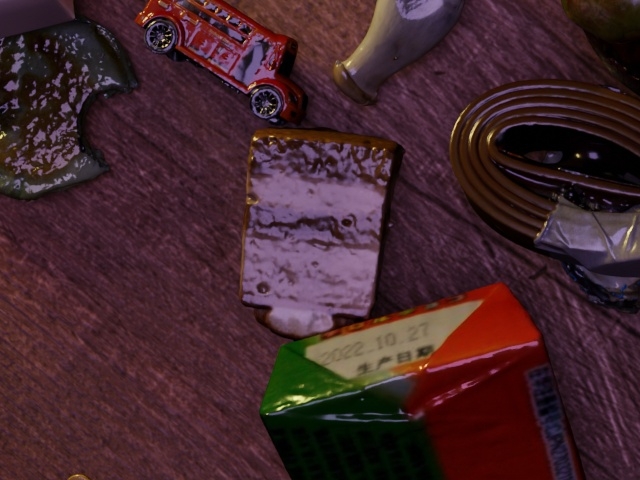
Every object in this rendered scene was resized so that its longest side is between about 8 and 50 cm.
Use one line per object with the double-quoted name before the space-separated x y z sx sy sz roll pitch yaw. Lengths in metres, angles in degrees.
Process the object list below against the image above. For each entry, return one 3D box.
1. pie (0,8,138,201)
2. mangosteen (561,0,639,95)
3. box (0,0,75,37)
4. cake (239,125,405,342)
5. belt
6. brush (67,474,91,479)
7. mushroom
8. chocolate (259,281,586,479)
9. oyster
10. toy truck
"pie" -0.410 -0.200 1.771 0.303 0.067 0.302 0 88 8
"mangosteen" 0.468 -0.322 1.466 0.381 0.421 0.381 4 100 25
"box" -0.453 -0.402 1.725 0.203 0.106 0.251 -11 73 7
"cake" 0.000 0.000 1.658 0.196 0.199 0.293 6 96 3
"belt" 0.328 -0.075 1.572 0.339 0.122 0.217 20 82 19
"brush" -0.249 0.418 1.785 0.272 0.013 0.103 35 95 7
"mushroom" 0.107 -0.282 1.691 0.116 0.093 0.225 24 115 -26
"chocolate" 0.137 0.248 1.585 0.341 0.161 0.360 -17 126 8
"oyster" 0.385 -0.034 1.655 0.198 0.092 0.259 -14 77 8
"toy truck" -0.117 -0.253 1.708 0.253 0.107 0.114 32 95 7
